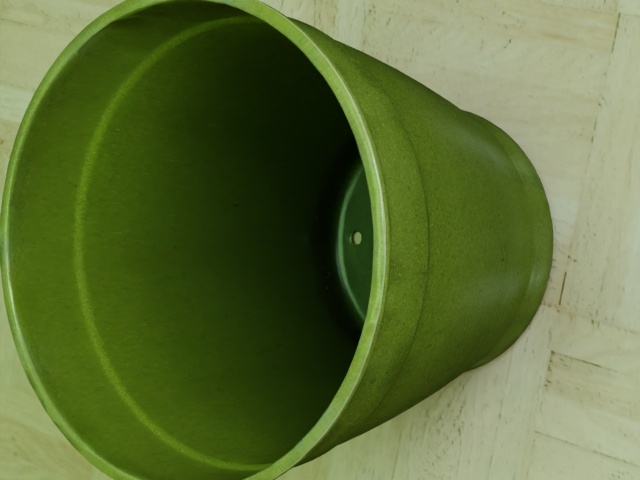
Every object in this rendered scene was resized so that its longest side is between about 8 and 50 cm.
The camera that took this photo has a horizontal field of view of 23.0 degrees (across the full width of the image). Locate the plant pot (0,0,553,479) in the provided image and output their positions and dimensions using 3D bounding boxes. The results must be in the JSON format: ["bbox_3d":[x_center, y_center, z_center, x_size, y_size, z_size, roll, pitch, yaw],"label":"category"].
[{"bbox_3d":[0.000,0.000,1.256,0.367,0.353,0.366,1,91,37],"label":"plant pot"}]
